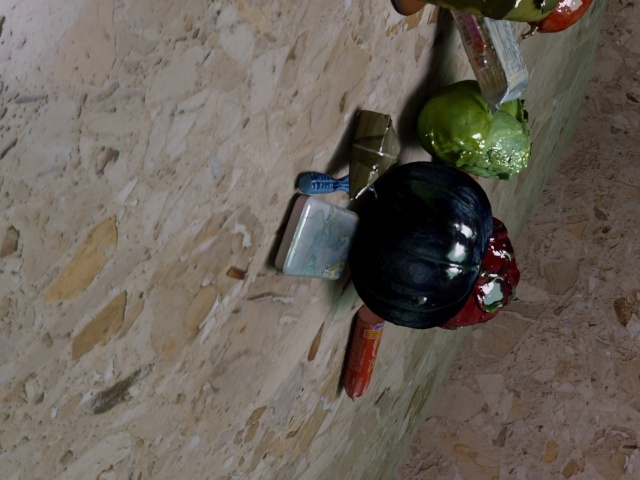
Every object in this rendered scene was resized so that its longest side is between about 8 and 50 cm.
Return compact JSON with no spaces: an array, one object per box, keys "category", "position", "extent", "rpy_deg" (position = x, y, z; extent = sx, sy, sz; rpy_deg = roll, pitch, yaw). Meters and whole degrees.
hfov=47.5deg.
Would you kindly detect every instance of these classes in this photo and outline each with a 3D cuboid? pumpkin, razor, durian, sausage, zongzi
[{"category":"pumpkin","position":[0.219,0.007,1.558],"extent":[0.363,0.266,0.364],"rpy_deg":[-50,150,-43]},{"category":"razor","position":[0.031,-0.102,1.312],"extent":[0.253,0.042,0.082],"rpy_deg":[-11,80,-63]},{"category":"durian","position":[0.339,-0.249,1.613],"extent":[0.339,0.256,0.205],"rpy_deg":[11,116,-37]},{"category":"sausage","position":[0.103,0.295,1.824],"extent":[0.074,0.074,0.274],"rpy_deg":[-35,143,-53]},{"category":"zongzi","position":[0.097,-0.135,1.355],"extent":[0.160,0.078,0.176],"rpy_deg":[38,62,-65]}]

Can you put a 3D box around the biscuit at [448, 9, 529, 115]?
[{"category":"biscuit","position":[0.350,-0.431,1.517],"extent":[0.186,0.079,0.309],"rpy_deg":[-37,105,-49]}]

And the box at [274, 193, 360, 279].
[{"category":"box","position":[0.000,0.000,1.342],"extent":[0.285,0.044,0.142],"rpy_deg":[13,95,-68]}]

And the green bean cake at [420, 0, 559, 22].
[{"category":"green bean cake","position":[0.202,-0.467,1.013],"extent":[0.202,0.309,0.285],"rpy_deg":[-20,126,-51]}]

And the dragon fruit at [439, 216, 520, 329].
[{"category":"dragon fruit","position":[0.350,0.071,1.854],"extent":[0.329,0.329,0.329],"rpy_deg":[-49,152,-38]}]

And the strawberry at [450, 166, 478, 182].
[{"category":"strawberry","position":[0.347,-0.178,1.893],"extent":[0.228,0.097,0.175],"rpy_deg":[0,110,-63]}]

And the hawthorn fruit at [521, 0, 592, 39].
[{"category":"hawthorn fruit","position":[0.606,-0.639,1.917],"extent":[0.253,0.205,0.205],"rpy_deg":[-62,160,13]}]

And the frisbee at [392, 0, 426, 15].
[{"category":"frisbee","position":[0.186,-0.524,1.287],"extent":[0.251,0.021,0.251],"rpy_deg":[-49,151,-40]}]
